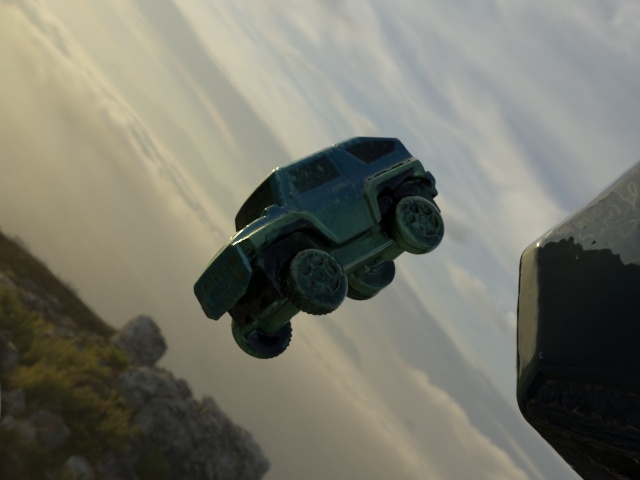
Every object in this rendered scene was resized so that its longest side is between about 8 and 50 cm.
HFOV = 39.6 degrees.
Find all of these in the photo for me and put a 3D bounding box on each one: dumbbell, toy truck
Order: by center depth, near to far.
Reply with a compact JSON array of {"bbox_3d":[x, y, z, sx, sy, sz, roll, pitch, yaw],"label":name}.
[{"bbox_3d":[0.221,0.102,0.386,0.325,0.144,0.160,43,-19,-30],"label":"dumbbell"},{"bbox_3d":[0.000,0.000,0.937,0.156,0.279,0.155,57,-38,9],"label":"toy truck"}]
